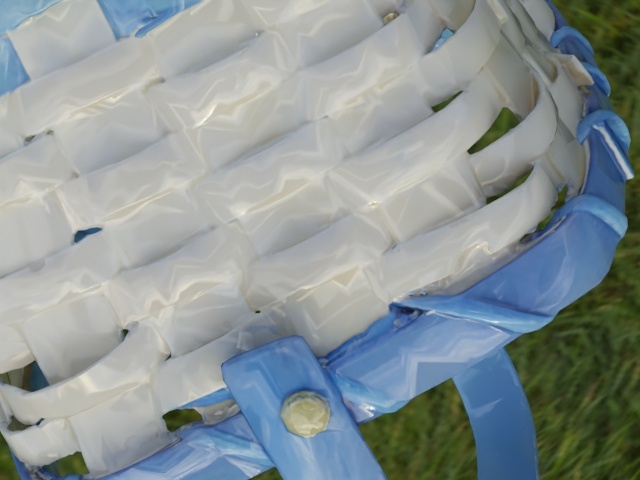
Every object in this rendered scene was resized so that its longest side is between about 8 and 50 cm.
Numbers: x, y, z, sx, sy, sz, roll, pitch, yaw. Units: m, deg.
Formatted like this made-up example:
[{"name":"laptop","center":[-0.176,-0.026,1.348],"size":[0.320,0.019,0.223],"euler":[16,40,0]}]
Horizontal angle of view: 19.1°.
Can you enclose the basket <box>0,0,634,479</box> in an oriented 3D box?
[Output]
[{"name":"basket","center":[0.000,0.000,0.586],"size":[0.201,0.255,0.289],"euler":[-30,109,12]}]
